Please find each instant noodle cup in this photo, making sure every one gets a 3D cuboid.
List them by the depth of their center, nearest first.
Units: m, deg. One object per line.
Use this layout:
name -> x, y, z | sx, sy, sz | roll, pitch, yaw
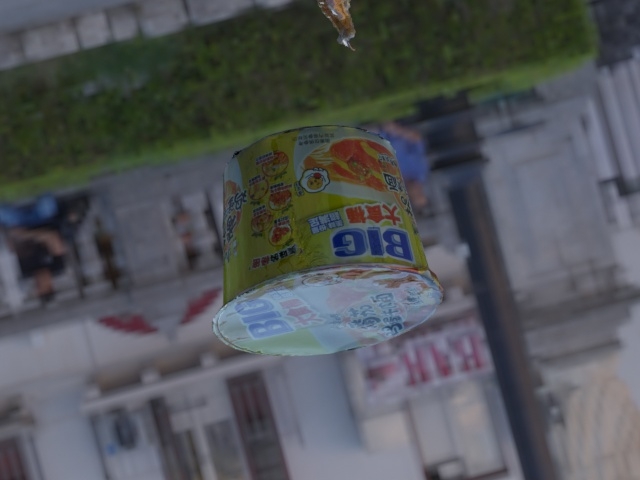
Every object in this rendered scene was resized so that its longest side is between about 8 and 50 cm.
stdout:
instant noodle cup -> 0.000, 0.000, 1.612 | 0.205, 0.153, 0.205 | -6, 154, -3

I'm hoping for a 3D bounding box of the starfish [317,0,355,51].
starfish -> -0.035, -0.258, 1.193 | 0.084, 0.293, 0.301 | -50, 177, -32
